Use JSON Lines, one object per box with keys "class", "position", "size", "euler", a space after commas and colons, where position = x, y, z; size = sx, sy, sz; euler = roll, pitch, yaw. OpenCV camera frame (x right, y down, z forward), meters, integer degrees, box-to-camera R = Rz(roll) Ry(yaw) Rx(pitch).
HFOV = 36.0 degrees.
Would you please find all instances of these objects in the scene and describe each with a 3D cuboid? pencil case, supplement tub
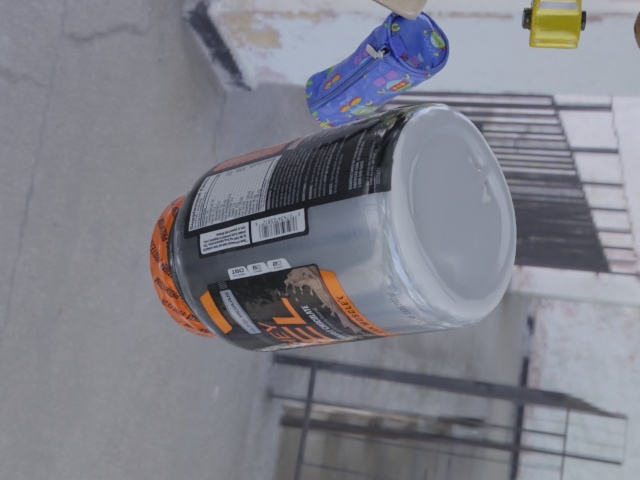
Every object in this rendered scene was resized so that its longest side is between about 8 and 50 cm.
{"class": "pencil case", "position": [0.086, -0.286, 1.684], "size": [0.133, 0.306, 0.119], "euler": [-16, 84, -34]}
{"class": "supplement tub", "position": [0.000, 0.000, 0.966], "size": [0.207, 0.338, 0.207], "euler": [14, 71, -45]}

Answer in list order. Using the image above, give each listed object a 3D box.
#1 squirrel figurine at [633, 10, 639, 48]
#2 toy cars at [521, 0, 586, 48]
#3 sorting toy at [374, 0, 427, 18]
{"class": "squirrel figurine", "position": [0.475, -0.241, 0.859], "size": [0.370, 0.397, 0.281], "euler": [51, 45, -28]}
{"class": "toy cars", "position": [0.455, -0.481, 1.577], "size": [0.394, 0.176, 0.087], "euler": [-45, 173, 0]}
{"class": "sorting toy", "position": [0.034, -0.357, 0.847], "size": [0.255, 0.257, 0.089], "euler": [-60, 174, 6]}
